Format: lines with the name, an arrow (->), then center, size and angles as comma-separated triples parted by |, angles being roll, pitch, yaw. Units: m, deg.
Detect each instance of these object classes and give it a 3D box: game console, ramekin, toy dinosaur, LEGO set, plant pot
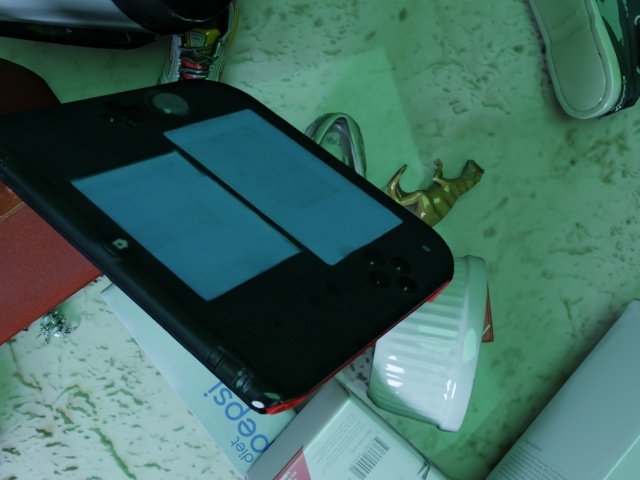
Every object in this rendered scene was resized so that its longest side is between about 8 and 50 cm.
game console -> -0.080, -0.032, 0.731 | 0.386, 0.342, 0.060 | 38, 121, 19
ramekin -> 0.121, 0.112, 0.882 | 0.109, 0.207, 0.207 | 10, 85, 4
toy dinosaur -> 0.129, -0.037, 0.962 | 0.112, 0.064, 0.211 | 42, 83, -2
LEGO set -> -0.343, 0.102, 0.926 | 0.083, 0.023, 0.054 | -9, 86, -6
plant pot -> -0.384, -0.051, 0.817 | 0.267, 0.236, 0.267 | -36, 85, -8

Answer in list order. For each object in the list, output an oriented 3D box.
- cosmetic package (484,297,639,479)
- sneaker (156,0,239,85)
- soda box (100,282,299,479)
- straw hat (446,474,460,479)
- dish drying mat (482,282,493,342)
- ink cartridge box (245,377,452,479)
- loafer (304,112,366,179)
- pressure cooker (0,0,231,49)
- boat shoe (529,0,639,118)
cosmetic package -> 0.359, 0.274, 0.892 | 0.197, 0.155, 0.365 | 43, 84, -20
sneaker -> -0.160, -0.225, 0.934 | 0.088, 0.093, 0.225 | 11, 85, -4
soda box -> -0.135, 0.146, 0.908 | 0.098, 0.091, 0.286 | -37, 90, -7
straw hat -> 0.145, 0.362, 0.932 | 0.144, 0.061, 0.145 | 1, 85, -5
dish drying mat -> 0.208, 0.092, 0.986 | 0.032, 0.008, 0.083 | -5, 86, -5
ink cartridge box -> 0.048, 0.286, 0.845 | 0.218, 0.092, 0.158 | 44, 85, -13
loafer -> 0.000, 0.000, 0.921 | 0.112, 0.111, 0.320 | 4, 85, -5
pressure cooker -> -0.305, -0.410, 0.783 | 0.420, 0.370, 0.376 | 8, 81, 16
boat shoe -> 0.356, -0.327, 0.983 | 0.113, 0.127, 0.340 | -5, 79, -31
